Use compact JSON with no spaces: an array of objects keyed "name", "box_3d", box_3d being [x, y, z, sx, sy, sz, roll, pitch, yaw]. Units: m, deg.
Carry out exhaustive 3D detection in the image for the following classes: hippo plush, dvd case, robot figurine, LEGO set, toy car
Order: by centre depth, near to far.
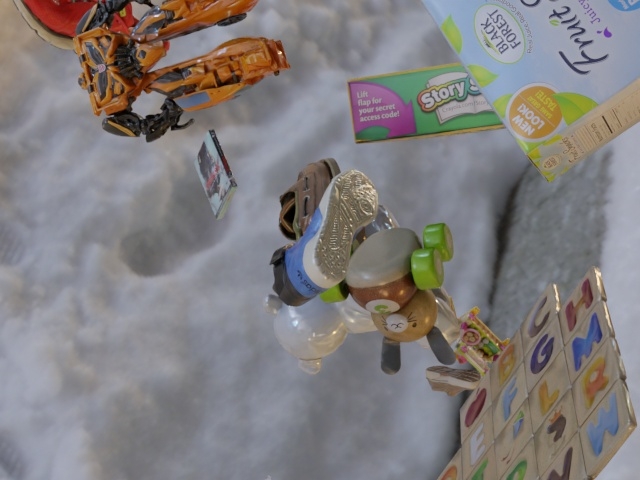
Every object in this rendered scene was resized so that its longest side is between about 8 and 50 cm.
[{"name":"toy car","box_3d":[0.102,0.090,1.514,0.149,0.155,0.188,-58,135,-61]},{"name":"robot figurine","box_3d":[-0.196,-0.249,1.526,0.085,0.291,0.211,-15,89,-72]},{"name":"hippo plush","box_3d":[0.058,0.115,1.793,0.234,0.236,0.294,52,14,-15]},{"name":"dvd case","box_3d":[-0.170,-0.107,1.896,0.013,0.087,0.119,-8,58,-30]},{"name":"LEGO set","box_3d":[0.211,0.179,2.027,0.287,0.132,0.107,26,36,5]}]

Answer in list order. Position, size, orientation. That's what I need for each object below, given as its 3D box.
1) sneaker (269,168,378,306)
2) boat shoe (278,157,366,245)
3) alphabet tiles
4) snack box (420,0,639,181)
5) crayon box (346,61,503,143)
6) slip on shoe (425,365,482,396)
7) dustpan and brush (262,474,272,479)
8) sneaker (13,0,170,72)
[{"name":"sneaker","box_3d":[-0.001,-0.001,1.090,0.058,0.084,0.152,39,43,-18]},{"name":"boat shoe","box_3d":[-0.015,-0.053,1.756,0.104,0.307,0.111,-9,105,-8]},{"name":"alphabet tiles","box_3d":[0.166,0.185,0.987,0.011,0.285,0.342,26,27,-8]},{"name":"snack box","box_3d":[0.191,-0.171,0.807,0.174,0.207,0.070,60,14,26]},{"name":"crayon box","box_3d":[0.252,-0.217,1.764,0.313,0.362,0.106,-28,110,-74]},{"name":"slip on shoe","box_3d":[0.219,0.235,1.925,0.051,0.135,0.041,-11,97,-32]},{"name":"dustpan and brush","box_3d":[-0.072,0.385,1.632,0.060,0.211,0.147,-14,95,-24]},{"name":"sneaker","box_3d":[-0.336,-0.339,1.738,0.279,0.118,0.107,27,41,-47]}]
